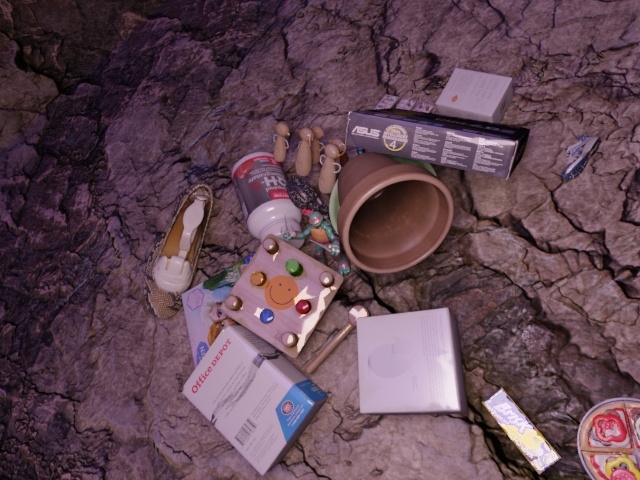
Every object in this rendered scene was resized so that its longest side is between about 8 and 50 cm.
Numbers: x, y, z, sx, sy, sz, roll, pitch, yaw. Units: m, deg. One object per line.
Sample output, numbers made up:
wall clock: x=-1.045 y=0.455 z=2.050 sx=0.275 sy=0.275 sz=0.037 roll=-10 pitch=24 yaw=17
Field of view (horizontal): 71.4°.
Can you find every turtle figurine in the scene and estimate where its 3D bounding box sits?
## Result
turtle figurine: x=0.000 y=0.000 z=1.240 sx=0.175 sy=0.234 sz=0.118 roll=17 pitch=56 yaw=39

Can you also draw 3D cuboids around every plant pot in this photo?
plant pot: x=0.144 y=-0.092 z=1.045 sx=0.263 sy=0.263 sz=0.229 roll=-35 pitch=38 yaw=10

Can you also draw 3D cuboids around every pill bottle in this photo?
pill bottle: x=-0.160 y=-0.111 z=1.404 sx=0.176 sy=0.176 sz=0.319 roll=-31 pitch=58 yaw=12

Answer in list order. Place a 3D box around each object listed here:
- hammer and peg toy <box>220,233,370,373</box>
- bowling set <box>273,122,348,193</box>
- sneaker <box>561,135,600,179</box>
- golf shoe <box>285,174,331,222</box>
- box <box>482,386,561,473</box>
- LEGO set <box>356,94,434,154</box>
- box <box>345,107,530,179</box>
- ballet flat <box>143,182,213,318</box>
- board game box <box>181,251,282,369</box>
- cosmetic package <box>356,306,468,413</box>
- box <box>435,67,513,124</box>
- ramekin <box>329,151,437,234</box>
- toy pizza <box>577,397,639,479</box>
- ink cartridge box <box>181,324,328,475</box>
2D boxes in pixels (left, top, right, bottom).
hammer and peg toy: x=-0.062 y=0.175 z=1.189 sx=0.361 sy=0.127 sz=0.266 roll=31 pitch=80 yaw=13
bowling set: x=0.002 y=-0.286 z=1.365 sx=0.287 sy=0.154 sz=0.199 roll=35 pitch=45 yaw=29
sneaker: x=0.642 y=-0.210 z=1.123 sx=0.135 sy=0.052 sz=0.058 roll=-49 pitch=46 yaw=-8
golf shoe: x=-0.032 y=-0.110 z=1.349 sx=0.077 sy=0.094 sz=0.198 roll=-41 pitch=91 yaw=0
box: x=0.428 y=0.404 z=0.957 sx=0.059 sy=0.054 sz=0.169 roll=-40 pitch=56 yaw=6
LEGO set: x=0.221 y=-0.344 z=1.401 sx=0.182 sy=0.060 sz=0.244 roll=25 pitch=70 yaw=33
box: x=0.304 y=-0.262 z=1.135 sx=0.394 sy=0.318 sz=0.097 roll=18 pitch=116 yaw=24
ballet flat: x=-0.469 y=0.017 z=1.495 sx=0.182 sy=0.163 sz=0.483 roll=-25 pitch=48 yaw=60
board game box: x=-0.261 y=0.240 z=1.368 sx=0.317 sy=0.066 sz=0.319 roll=-30 pitch=59 yaw=13
cosmetic package: x=0.217 y=0.294 z=1.061 sx=0.224 sy=0.138 sz=0.224 roll=-11 pitch=64 yaw=24
box: x=0.441 y=-0.401 z=1.275 sx=0.170 sy=0.091 sz=0.130 roll=26 pitch=83 yaw=33
ramekin: x=0.189 y=-0.088 z=1.233 sx=0.303 sy=0.148 sz=0.304 roll=-11 pitch=64 yaw=23
toy pizza: x=0.617 y=0.413 z=0.870 sx=0.201 sy=0.032 sz=0.202 roll=-11 pitch=64 yaw=23
ink cartridge box: x=-0.173 y=0.402 z=1.171 sx=0.307 sy=0.129 sz=0.223 roll=36 pitch=94 yaw=20
